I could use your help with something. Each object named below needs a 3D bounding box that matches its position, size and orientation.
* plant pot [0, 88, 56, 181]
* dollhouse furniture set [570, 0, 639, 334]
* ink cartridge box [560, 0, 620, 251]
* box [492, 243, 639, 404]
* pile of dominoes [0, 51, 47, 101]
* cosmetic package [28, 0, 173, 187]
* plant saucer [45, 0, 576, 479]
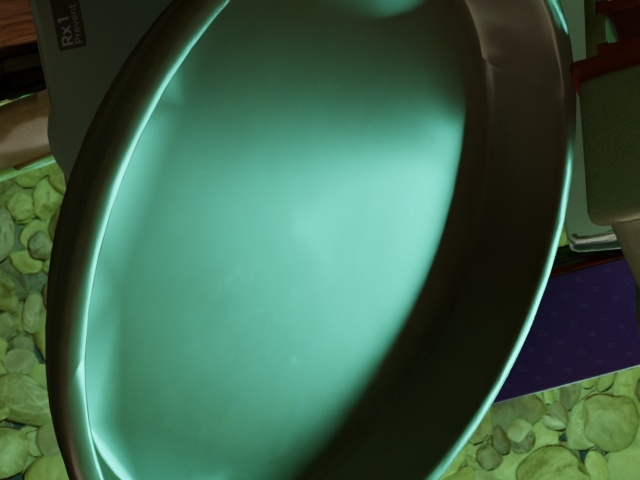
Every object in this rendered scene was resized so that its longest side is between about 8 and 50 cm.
[{"bbox_3d":[-0.141,-0.066,1.016,0.236,0.032,0.236,-21,-176,1],"label":"plant pot"},{"bbox_3d":[0.232,-0.060,0.678,0.259,0.262,0.135,-12,-137,20],"label":"dollhouse furniture set"},{"bbox_3d":[0.156,-0.084,0.898,0.092,0.159,0.218,-12,-178,10],"label":"ink cartridge box"},{"bbox_3d":[0.199,0.017,0.945,0.293,0.057,0.201,-15,-179,-1],"label":"box"},{"bbox_3d":[-0.187,-0.075,1.039,0.251,0.040,0.196,-12,-178,-8],"label":"pile of dominoes"},{"bbox_3d":[-0.035,-0.057,0.812,0.107,0.127,0.238,-11,-176,11],"label":"cosmetic package"},{"bbox_3d":[0.000,0.000,0.665,0.041,0.278,0.278,22,-156,37],"label":"plant saucer"}]
